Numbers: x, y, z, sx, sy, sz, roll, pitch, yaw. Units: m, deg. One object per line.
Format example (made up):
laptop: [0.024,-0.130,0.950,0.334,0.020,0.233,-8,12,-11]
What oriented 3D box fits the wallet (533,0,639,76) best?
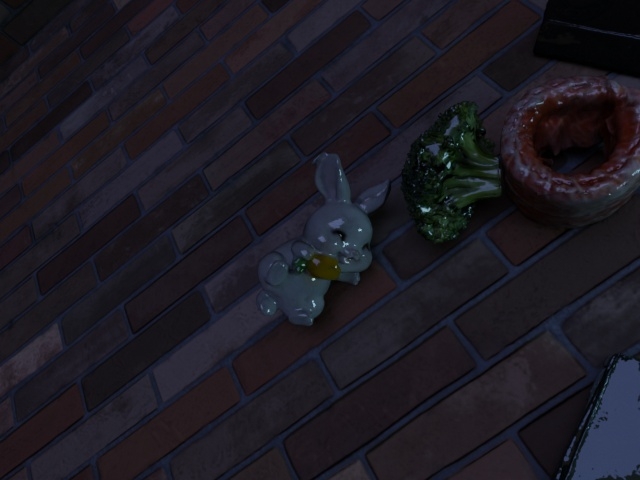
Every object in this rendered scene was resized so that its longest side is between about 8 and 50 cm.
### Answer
wallet: [0.568,-0.392,0.781,0.321,0.171,0.044,31,40,31]

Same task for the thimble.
thimble: [0.425,-0.149,0.740,0.239,0.162,0.239,-10,66,23]

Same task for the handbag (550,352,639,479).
handbag: [0.481,0.314,0.581,0.247,0.079,0.260,25,81,29]

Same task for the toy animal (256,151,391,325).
toy animal: [0.004,0.006,0.839,0.326,0.208,0.154,-70,21,-1]

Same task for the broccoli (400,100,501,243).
broccoli: [0.236,-0.118,0.789,0.176,0.198,0.227,-23,56,29]
